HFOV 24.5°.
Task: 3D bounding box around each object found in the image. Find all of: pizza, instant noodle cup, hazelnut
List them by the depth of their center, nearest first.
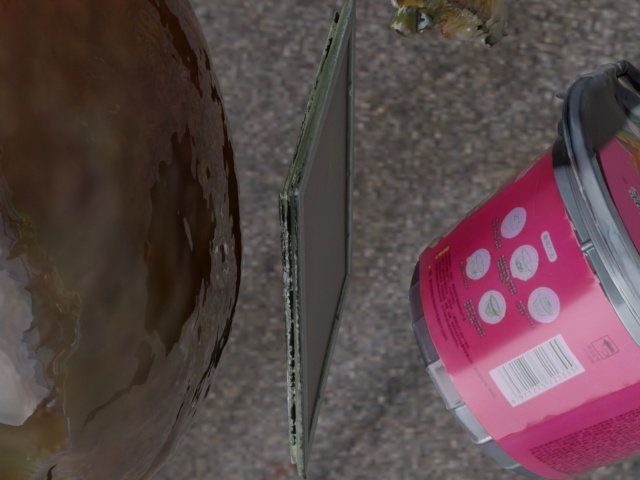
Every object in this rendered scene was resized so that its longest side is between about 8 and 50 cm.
[{"bbox_3d":[-0.214,-0.009,0.784,0.359,0.359,0.409,26,140,47],"label":"hazelnut"},{"bbox_3d":[0.079,-0.187,0.935,0.052,0.195,0.185,7,64,26],"label":"pizza"},{"bbox_3d":[0.176,0.045,0.970,0.181,0.258,0.302,-33,38,29],"label":"instant noodle cup"}]

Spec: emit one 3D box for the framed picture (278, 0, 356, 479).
[{"bbox_3d":[0.000,0.000,1.027,0.217,0.017,0.274,-74,-12,-48],"label":"framed picture"}]
